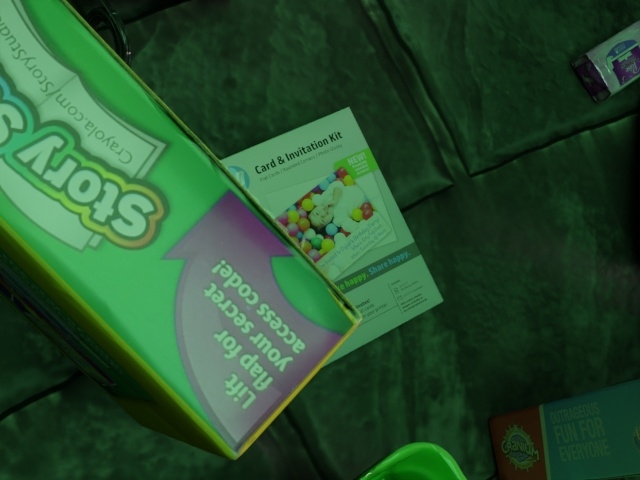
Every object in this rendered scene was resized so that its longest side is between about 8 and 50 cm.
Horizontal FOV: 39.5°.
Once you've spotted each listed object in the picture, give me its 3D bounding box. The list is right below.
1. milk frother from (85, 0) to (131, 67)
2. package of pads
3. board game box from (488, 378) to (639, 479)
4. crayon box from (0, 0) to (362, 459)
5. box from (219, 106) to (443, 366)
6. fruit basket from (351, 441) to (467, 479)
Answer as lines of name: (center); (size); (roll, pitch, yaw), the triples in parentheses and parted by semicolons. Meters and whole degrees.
milk frother: (-0.125, -0.201, 0.716); (0.135, 0.129, 0.143); (-5, 125, -20)
package of pads: (0.294, -0.177, 0.882); (0.083, 0.032, 0.050); (-33, 91, -21)
board game box: (0.336, 0.139, 0.728); (0.317, 0.242, 0.064); (-4, 74, -20)
crayon box: (-0.178, -0.039, 0.541); (0.363, 0.313, 0.106); (46, 70, -7)
box: (0.000, 0.000, 0.745); (0.145, 0.038, 0.186); (-25, 89, -22)
fruit basket: (0.094, 0.326, 0.549); (0.283, 0.392, 0.392); (-31, 92, -22)
